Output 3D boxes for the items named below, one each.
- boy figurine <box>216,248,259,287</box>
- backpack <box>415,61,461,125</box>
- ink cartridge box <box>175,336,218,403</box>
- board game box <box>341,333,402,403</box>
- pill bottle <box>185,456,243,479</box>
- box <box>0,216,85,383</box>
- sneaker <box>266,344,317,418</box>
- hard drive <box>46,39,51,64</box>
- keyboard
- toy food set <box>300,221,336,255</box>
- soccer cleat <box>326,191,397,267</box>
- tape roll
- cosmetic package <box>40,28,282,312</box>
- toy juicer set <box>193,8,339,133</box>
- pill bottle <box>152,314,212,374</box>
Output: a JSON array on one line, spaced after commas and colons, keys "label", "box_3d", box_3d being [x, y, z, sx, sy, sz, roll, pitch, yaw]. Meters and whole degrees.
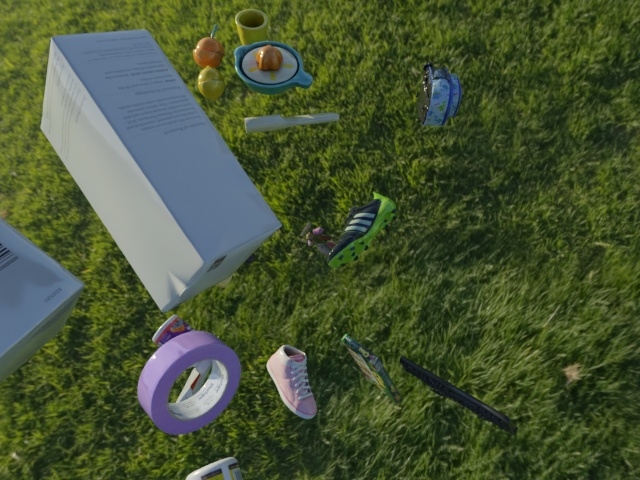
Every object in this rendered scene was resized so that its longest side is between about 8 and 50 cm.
[{"label": "boy figurine", "box_3d": [-0.256, 0.050, 1.298, 0.092, 0.285, 0.177, 29, 105, -1]}, {"label": "backpack", "box_3d": [0.258, -0.308, 0.978, 0.084, 0.105, 0.114, 5, 55, 1]}, {"label": "ink cartridge box", "box_3d": [-0.421, 0.479, 1.589, 0.066, 0.189, 0.232, 37, 119, -11]}, {"label": "board game box", "box_3d": [0.153, 0.381, 1.325, 0.136, 0.259, 0.030, 27, 65, 42]}, {"label": "pill bottle", "box_3d": [-0.204, 0.589, 0.954, 0.117, 0.117, 0.215, -27, 65, 6]}, {"label": "box", "box_3d": [-0.333, 0.058, 0.354, 0.181, 0.119, 0.182, 42, 43, -9]}, {"label": "sneaker", "box_3d": [-0.043, 0.246, 0.802, 0.134, 0.051, 0.070, 49, 120, 30]}, {"label": "hard drive", "box_3d": [-0.674, -0.401, 1.245, 0.054, 0.172, 0.254, -27, 101, -32]}, {"label": "keyboard", "box_3d": [0.356, 0.410, 1.180, 0.317, 0.201, 0.033, 24, 75, 42]}, {"label": "toy food set", "box_3d": [0.000, 0.000, 1.363, 0.122, 0.019, 0.078, 33, 120, -1]}, {"label": "soccer cleat", "box_3d": [0.068, -0.020, 0.846, 0.179, 0.060, 0.072, -43, 60, -17]}, {"label": "tape roll", "box_3d": [-0.364, 0.400, 1.273, 0.090, 0.275, 0.274, 23, 79, 43]}, {"label": "cosmetic package", "box_3d": [-0.261, -0.104, 0.710, 0.156, 0.217, 0.385, -33, 88, -42]}, {"label": "toy juicer set", "box_3d": [-0.133, -0.330, 0.892, 0.209, 0.089, 0.329, -29, 68, -19]}, {"label": "pill bottle", "box_3d": [-0.422, 0.334, 1.424, 0.193, 0.108, 0.108, 39, 85, 0]}]
